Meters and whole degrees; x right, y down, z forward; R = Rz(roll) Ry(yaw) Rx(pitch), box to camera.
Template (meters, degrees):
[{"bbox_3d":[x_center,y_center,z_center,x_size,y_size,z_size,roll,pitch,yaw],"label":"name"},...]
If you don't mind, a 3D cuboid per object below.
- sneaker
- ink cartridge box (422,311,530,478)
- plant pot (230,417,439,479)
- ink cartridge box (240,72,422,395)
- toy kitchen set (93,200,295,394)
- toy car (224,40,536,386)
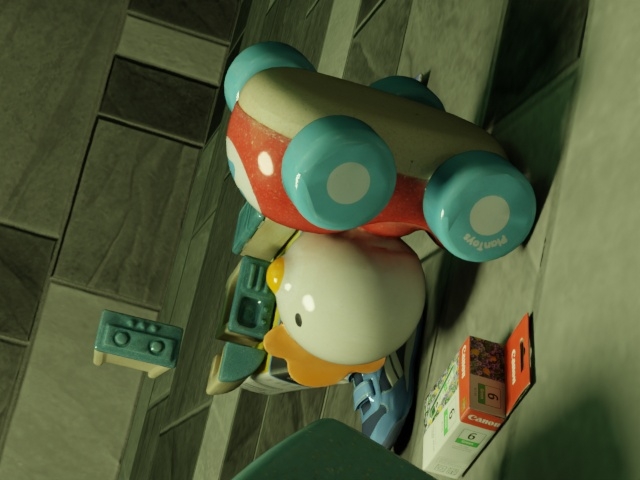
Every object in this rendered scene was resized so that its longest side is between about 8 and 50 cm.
[{"bbox_3d":[0.042,0.107,1.166,0.053,0.059,0.144,127,155,-55],"label":"sneaker"},{"bbox_3d":[0.102,0.101,0.970,0.115,0.029,0.063,118,164,-44],"label":"ink cartridge box"},{"bbox_3d":[-0.008,0.248,0.798,0.252,0.248,0.247,-61,3,-31],"label":"plant pot"},{"bbox_3d":[0.000,0.000,1.495,0.303,0.072,0.307,148,135,-74],"label":"ink cartridge box"},{"bbox_3d":[-0.122,0.031,1.453,0.122,0.166,0.207,131,151,-64],"label":"toy kitchen set"},{"bbox_3d":[0.011,0.006,1.081,0.219,0.210,0.238,-126,52,-62],"label":"toy car"}]
